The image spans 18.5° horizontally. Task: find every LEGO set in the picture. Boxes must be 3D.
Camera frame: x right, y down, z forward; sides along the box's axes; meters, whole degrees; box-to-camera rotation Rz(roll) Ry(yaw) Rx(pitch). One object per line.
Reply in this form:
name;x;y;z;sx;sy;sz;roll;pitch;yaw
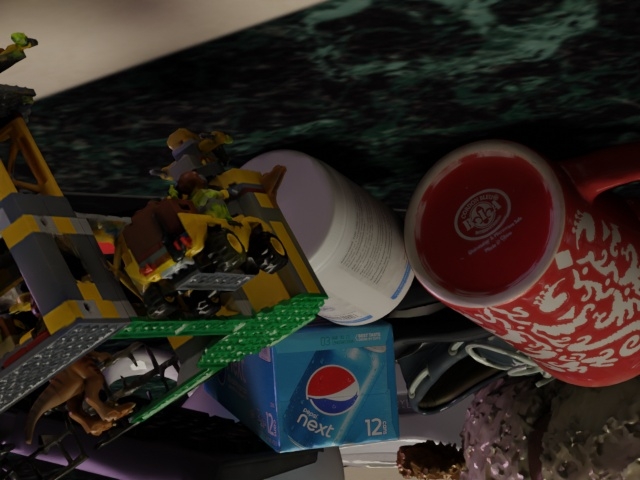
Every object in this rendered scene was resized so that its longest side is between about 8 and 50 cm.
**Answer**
LEGO set;-0.181;0.012;0.826;0.331;0.192;0.255;-36;164;28

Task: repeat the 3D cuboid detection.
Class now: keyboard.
keyboard;-0.177;0.105;1.158;0.317;0.033;0.201;8;-170;33

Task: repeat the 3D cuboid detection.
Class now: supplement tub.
supplement tub;0.000;0.000;1.018;0.071;0.071;0.107;-14;158;21

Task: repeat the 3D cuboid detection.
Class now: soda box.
soda box;-0.018;0.070;1.157;0.071;0.067;0.210;-5;-173;-14

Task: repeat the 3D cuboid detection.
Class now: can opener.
can opener;0.061;0.045;1.256;0.073;0.059;0.186;-21;179;-33

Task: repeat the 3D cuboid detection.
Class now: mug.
mug;0.129;-0.007;1.075;0.113;0.150;0.169;25;180;32

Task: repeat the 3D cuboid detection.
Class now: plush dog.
plush dog;0.189;0.148;1.357;0.211;0.262;0.225;11;164;-20

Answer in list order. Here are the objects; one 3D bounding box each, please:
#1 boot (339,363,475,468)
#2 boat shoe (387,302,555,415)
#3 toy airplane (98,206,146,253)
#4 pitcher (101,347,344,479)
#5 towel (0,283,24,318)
boot;0.072;0.138;1.589;0.258;0.095;0.123;2;170;-8
boat shoe;0.129;0.057;1.304;0.095;0.079;0.254;2;162;-36
toy airplane;-0.066;0.003;1.087;0.151;0.028;0.151;-9;165;-2
pitcher;-0.071;0.140;1.300;0.178;0.207;0.125;-2;125;4
towel;-0.274;0.025;1.023;0.187;0.049;0.282;-11;164;4
